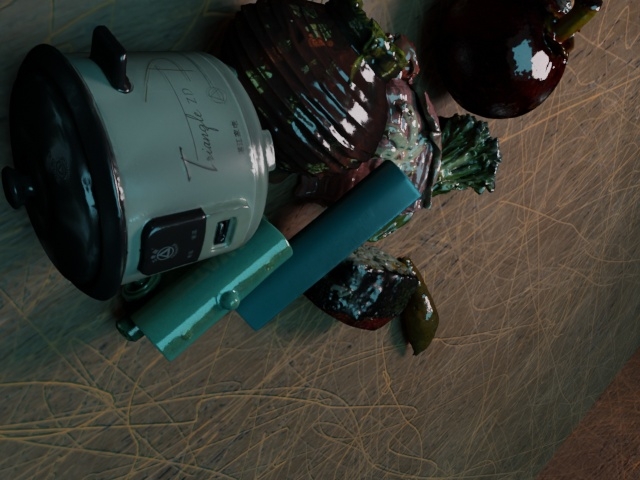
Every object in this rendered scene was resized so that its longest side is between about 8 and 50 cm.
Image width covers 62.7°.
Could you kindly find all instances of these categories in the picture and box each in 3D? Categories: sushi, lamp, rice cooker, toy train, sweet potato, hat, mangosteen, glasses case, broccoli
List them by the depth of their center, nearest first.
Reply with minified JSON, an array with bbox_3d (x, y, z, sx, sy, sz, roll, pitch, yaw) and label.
[{"bbox_3d":[-0.193,-0.072,0.533,0.227,0.241,0.280,-18,148,-39],"label":"rice cooker"},{"bbox_3d":[-0.014,-0.189,0.642,0.247,0.247,0.246,-19,122,-34],"label":"lamp"},{"bbox_3d":[-0.149,0.053,0.691,0.248,0.159,0.101,-41,127,-17],"label":"toy train"},{"bbox_3d":[-0.001,-0.001,0.771,0.301,0.117,0.070,-41,103,5],"label":"glasses case"},{"bbox_3d":[0.093,-0.177,0.822,0.237,0.107,0.286,4,103,-21],"label":"hat"},{"bbox_3d":[0.326,-0.322,0.853,0.236,0.262,0.235,0,90,-35],"label":"mangosteen"},{"bbox_3d":[0.071,0.073,0.910,0.225,0.136,0.126,25,101,-50],"label":"sushi"},{"bbox_3d":[0.185,-0.095,0.947,0.304,0.145,0.164,-36,127,-7],"label":"broccoli"},{"bbox_3d":[0.212,0.147,1.115,0.075,0.075,0.269,-30,123,-28],"label":"sweet potato"}]
